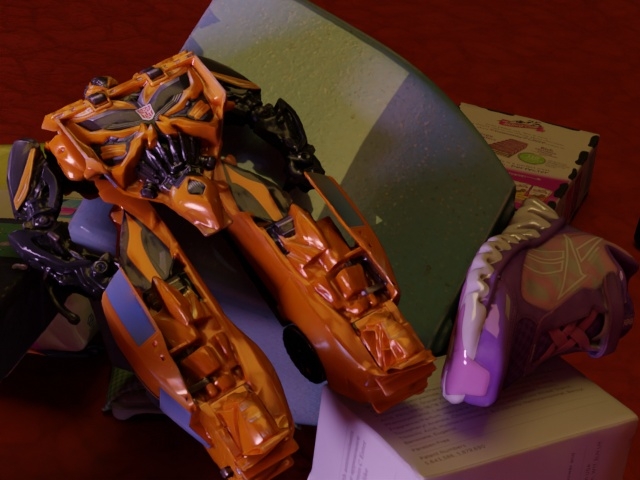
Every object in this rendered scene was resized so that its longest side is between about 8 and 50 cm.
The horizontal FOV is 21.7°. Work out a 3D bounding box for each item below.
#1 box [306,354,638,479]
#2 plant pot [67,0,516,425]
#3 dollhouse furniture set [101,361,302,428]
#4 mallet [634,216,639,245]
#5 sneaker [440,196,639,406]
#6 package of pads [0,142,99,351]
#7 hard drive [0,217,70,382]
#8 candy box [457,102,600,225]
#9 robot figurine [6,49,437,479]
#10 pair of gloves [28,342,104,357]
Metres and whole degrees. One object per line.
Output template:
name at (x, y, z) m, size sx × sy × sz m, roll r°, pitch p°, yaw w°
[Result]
box at (0.094, 0.179, 1.114) m, size 0.182 × 0.181 × 0.119 m, roll -11°, pitch 32°, yaw -31°
plant pot at (0.000, 0.000, 1.224) m, size 0.252 × 0.247 × 0.248 m, roll 25°, pitch 66°, yaw 13°
dollhouse furniture set at (-0.024, 0.039, 1.386) m, size 0.301 × 0.151 × 0.197 m, roll 3°, pitch 28°, yaw -7°
mallet at (0.404, 0.002, 1.648) m, size 0.189 × 0.062 × 0.039 m, roll 20°, pitch 29°, yaw 22°
sneaker at (0.151, 0.045, 1.100) m, size 0.104 × 0.095 × 0.236 m, roll 22°, pitch 26°, yaw 14°
package of pads at (-0.288, -0.001, 1.400) m, size 0.296 × 0.101 × 0.229 m, roll 1°, pitch 26°, yaw 18°
hard drive at (-0.308, 0.060, 1.011) m, size 0.237 × 0.064 × 0.339 m, roll 3°, pitch 20°, yaw 7°
candy box at (0.178, -0.055, 1.697) m, size 0.159 × 0.071 × 0.233 m, roll 15°, pitch 30°, yaw 17°
robot figurine at (-0.066, 0.001, 1.045) m, size 0.211 × 0.085 × 0.291 m, roll -29°, pitch 71°, yaw -22°
pair of gloves at (-0.219, 0.076, 1.426) m, size 0.074 × 0.010 × 0.083 m, roll 5°, pitch 28°, yaw -4°
